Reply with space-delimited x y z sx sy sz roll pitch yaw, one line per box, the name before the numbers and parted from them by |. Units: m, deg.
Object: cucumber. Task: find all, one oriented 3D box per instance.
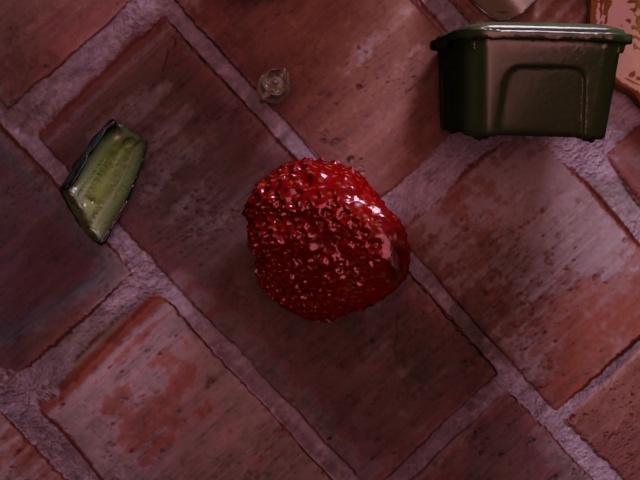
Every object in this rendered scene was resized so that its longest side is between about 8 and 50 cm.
cucumber | -0.371 -0.105 1.404 0.115 0.086 0.193 33 86 -45

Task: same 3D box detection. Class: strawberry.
strawberry | 0.004 -0.002 1.335 0.261 0.257 0.260 -1 98 -4

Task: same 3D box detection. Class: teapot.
teapot | -0.079 -0.258 1.411 0.057 0.083 0.067 38 86 -6

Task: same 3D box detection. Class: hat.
hat | 0.299 -0.462 1.422 0.147 0.085 0.175 -43 90 -2

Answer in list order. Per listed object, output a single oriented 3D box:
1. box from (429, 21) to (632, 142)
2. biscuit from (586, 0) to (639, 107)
box | 0.310 -0.243 1.314 0.253 0.328 0.177 0 102 0
biscuit | 0.626 -0.394 1.447 0.352 0.057 0.311 -18 91 -2
